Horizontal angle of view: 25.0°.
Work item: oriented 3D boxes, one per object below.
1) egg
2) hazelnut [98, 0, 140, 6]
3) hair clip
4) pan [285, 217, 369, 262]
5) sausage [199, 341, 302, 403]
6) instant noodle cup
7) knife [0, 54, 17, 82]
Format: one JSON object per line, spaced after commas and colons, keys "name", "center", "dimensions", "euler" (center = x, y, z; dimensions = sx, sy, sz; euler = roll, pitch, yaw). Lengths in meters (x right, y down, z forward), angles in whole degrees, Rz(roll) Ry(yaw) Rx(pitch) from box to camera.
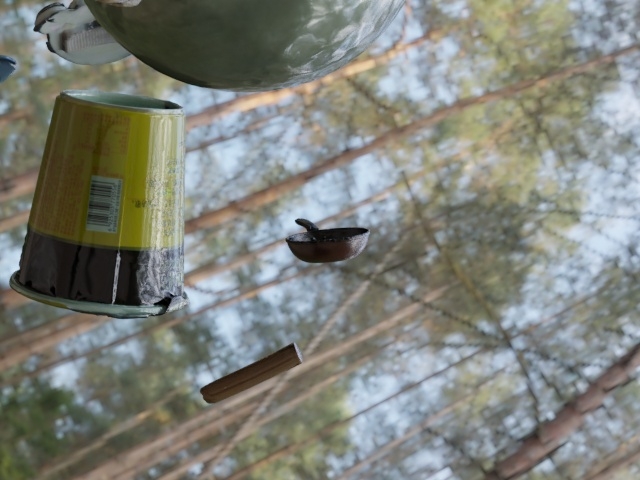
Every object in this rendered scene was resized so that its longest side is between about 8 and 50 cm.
{"name": "egg", "center": [-0.056, -0.248, 1.157], "dimensions": [0.258, 0.352, 0.259], "euler": [5, -81, 33]}
{"name": "hazelnut", "center": [-0.116, -0.198, 0.520], "dimensions": [0.261, 0.261, 0.241], "euler": [-12, -61, 50]}
{"name": "hair clip", "center": [-0.225, -0.226, 1.561], "dimensions": [0.116, 0.172, 0.049], "euler": [101, -26, -58]}
{"name": "pan", "center": [0.000, 0.001, 1.186], "dimensions": [0.115, 0.068, 0.023], "euler": [-150, -127, -71]}
{"name": "sausage", "center": [-0.075, 0.144, 1.555], "dimensions": [0.026, 0.116, 0.026], "euler": [155, -90, -90]}
{"name": "instant noodle cup", "center": [-0.241, -0.046, 1.659], "dimensions": [0.215, 0.215, 0.236], "euler": [19, -75, 43]}
{"name": "knife", "center": [-0.385, -0.081, 1.173], "dimensions": [0.313, 0.044, 0.019], "euler": [-25, -124, 12]}
